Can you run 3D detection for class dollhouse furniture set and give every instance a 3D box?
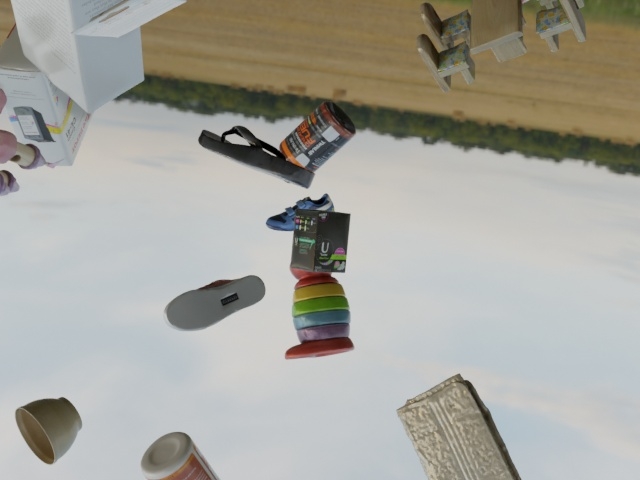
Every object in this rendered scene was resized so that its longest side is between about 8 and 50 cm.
[{"bbox_3d":[0.241,-0.372,1.222,0.212,0.242,0.161,-16,135,29],"label":"dollhouse furniture set"}]

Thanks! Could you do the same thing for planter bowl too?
[{"bbox_3d":[-0.657,0.453,2.121,0.162,0.162,0.109,15,-146,40],"label":"planter bowl"}]

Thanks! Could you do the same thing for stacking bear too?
[{"bbox_3d":[-0.009,0.152,2.243,0.164,0.289,0.175,-15,168,32],"label":"stacking bear"}]

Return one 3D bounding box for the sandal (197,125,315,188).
[{"bbox_3d":[-0.091,-0.133,1.304,0.097,0.055,0.254,21,-178,-45],"label":"sandal"}]

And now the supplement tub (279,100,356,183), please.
[{"bbox_3d":[-0.021,-0.216,1.951,0.106,0.198,0.106,40,-157,-21],"label":"supplement tub"}]

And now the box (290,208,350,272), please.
[{"bbox_3d":[0.000,0.000,1.181,0.062,0.083,0.052,3,-177,-42],"label":"box"}]

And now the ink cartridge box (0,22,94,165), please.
[{"bbox_3d":[-0.655,-0.363,2.072,0.131,0.306,0.226,5,-129,5],"label":"ink cartridge box"}]

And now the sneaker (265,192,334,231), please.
[{"bbox_3d":[-0.040,-0.056,1.702,0.144,0.059,0.053,-13,-154,-13],"label":"sneaker"}]

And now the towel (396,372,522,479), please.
[{"bbox_3d":[0.290,0.438,1.814,0.187,0.282,0.049,-33,160,27],"label":"towel"}]

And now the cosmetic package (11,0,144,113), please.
[{"bbox_3d":[-0.485,-0.495,1.685,0.230,0.453,0.161,41,-120,17],"label":"cosmetic package"}]

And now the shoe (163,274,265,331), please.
[{"bbox_3d":[-0.178,0.101,1.368,0.178,0.064,0.081,-19,-178,-34],"label":"shoe"}]

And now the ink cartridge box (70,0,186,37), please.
[{"bbox_3d":[-0.310,-0.374,1.377,0.145,0.045,0.179,-24,-176,14],"label":"ink cartridge box"}]

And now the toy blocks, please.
[{"bbox_3d":[-0.695,-0.114,1.708,0.288,0.309,0.260,-29,159,12],"label":"toy blocks"}]

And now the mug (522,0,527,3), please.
[{"bbox_3d":[0.470,-0.599,1.825,0.113,0.150,0.169,-6,165,-45],"label":"mug"}]

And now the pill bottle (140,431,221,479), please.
[{"bbox_3d":[-0.278,0.517,1.820,0.121,0.216,0.121,-21,-152,12],"label":"pill bottle"}]
